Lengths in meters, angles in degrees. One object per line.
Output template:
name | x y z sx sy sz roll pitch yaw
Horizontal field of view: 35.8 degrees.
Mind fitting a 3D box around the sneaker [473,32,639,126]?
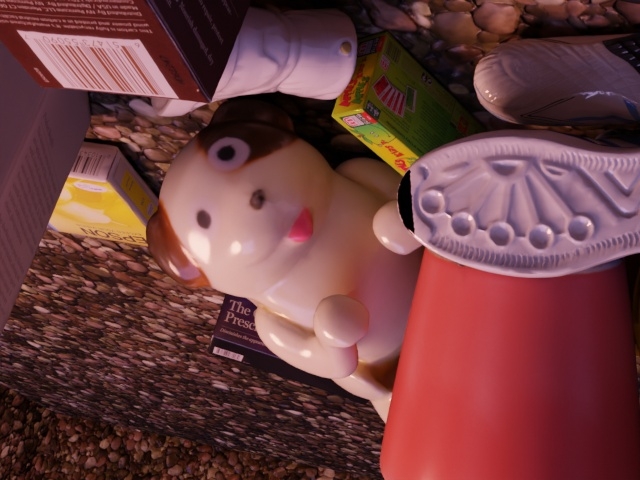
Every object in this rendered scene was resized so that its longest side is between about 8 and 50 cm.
sneaker | 0.257 -0.140 0.886 0.237 0.085 0.086 6 -178 16

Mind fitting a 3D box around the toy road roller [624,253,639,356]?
toy road roller | 0.419 0.080 1.125 0.240 0.202 0.329 17 156 33

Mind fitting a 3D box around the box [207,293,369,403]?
box | -0.019 0.117 1.519 0.261 0.184 0.103 18 155 -4

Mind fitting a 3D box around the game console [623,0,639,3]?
game console | 0.138 -0.278 0.581 0.342 0.060 0.386 17 167 -1

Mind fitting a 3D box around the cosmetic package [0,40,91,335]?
cosmetic package | -0.418 -0.026 1.117 0.161 0.453 0.230 18 157 -1

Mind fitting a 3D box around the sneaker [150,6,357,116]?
sneaker | -0.068 -0.173 0.980 0.169 0.108 0.292 0 -173 -23

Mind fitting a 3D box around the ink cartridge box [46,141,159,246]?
ink cartridge box | -0.386 -0.061 1.522 0.303 0.072 0.307 8 154 19

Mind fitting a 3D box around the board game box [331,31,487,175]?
board game box | 0.095 -0.120 1.011 0.043 0.092 0.181 -5 149 45

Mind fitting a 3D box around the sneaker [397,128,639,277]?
sneaker | 0.247 -0.040 0.940 0.322 0.130 0.236 -3 -178 12

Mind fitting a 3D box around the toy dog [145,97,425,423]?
toy dog | 0.000 0.000 1.196 0.408 0.285 0.395 33 -174 -36

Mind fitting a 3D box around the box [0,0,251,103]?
box | -0.153 -0.239 0.766 0.168 0.203 0.167 7 155 21

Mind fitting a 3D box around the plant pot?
plant pot | 0.199 0.123 1.007 0.274 0.243 0.275 0 -168 0
